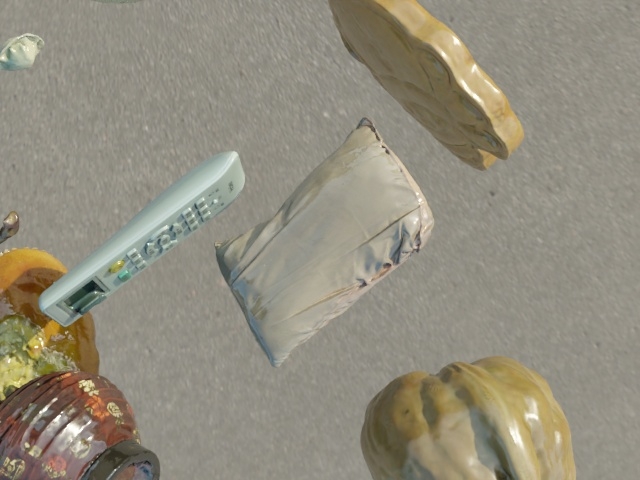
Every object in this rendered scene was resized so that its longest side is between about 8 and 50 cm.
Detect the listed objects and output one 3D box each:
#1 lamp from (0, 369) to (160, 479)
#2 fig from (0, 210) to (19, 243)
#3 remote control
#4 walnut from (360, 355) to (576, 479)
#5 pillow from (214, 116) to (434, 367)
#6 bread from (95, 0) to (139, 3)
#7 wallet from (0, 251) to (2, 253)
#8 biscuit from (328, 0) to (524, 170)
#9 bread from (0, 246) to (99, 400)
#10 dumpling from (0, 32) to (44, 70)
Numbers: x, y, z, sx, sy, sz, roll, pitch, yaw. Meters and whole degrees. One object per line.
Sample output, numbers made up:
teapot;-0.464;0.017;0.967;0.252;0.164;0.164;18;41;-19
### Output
lamp;-0.318;0.265;1.189;0.247;0.247;0.247;-5;117;-10
fig;-0.364;-0.008;0.859;0.202;0.149;0.148;10;118;-16
remote control;-0.213;-0.005;1.214;0.293;0.103;0.051;-40;76;-10
walnut;0.215;0.300;1.412;0.296;0.285;0.285;-11;120;-26
pillow;0.000;0.000;1.176;0.270;0.067;0.173;-39;76;3
bread;-0.220;-0.417;1.113;0.306;0.159;0.305;6;117;13
wallet;-0.618;0.004;1.810;0.157;0.082;0.018;31;84;-5
biscuit;0.141;-0.221;1.371;0.057;0.312;0.351;-45;108;-4
bread;-0.401;0.138;1.380;0.133;0.250;0.179;-31;153;36
dumpling;-0.419;-0.263;1.387;0.077;0.059;0.043;-12;74;-19
